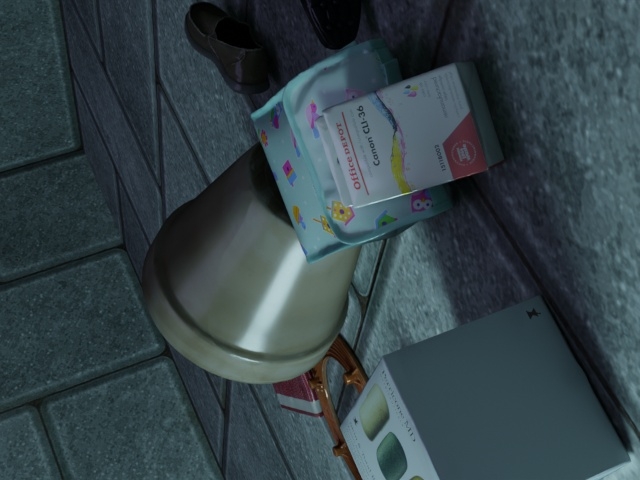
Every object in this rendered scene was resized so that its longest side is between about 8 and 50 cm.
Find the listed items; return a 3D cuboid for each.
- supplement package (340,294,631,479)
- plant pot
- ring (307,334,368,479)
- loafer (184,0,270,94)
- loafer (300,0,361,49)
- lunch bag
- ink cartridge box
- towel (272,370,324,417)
[{"bbox_3d":[0.167,0.224,1.145,0.263,0.198,0.199,109,139,-62],"label":"supplement package"},{"bbox_3d":[-0.066,0.004,1.505,0.323,0.323,0.280,62,140,25],"label":"plant pot"},{"bbox_3d":[0.047,0.319,1.866,0.336,0.032,0.337,162,90,-73],"label":"ring"},{"bbox_3d":[-0.149,-0.340,1.710,0.251,0.094,0.087,50,141,38],"label":"loafer"},{"bbox_3d":[-0.002,-0.344,1.280,0.078,0.076,0.223,157,98,-77],"label":"loafer"},{"bbox_3d":[0.044,-0.106,1.246,0.262,0.160,0.223,-21,90,66],"label":"lunch bag"},{"bbox_3d":[0.081,-0.105,1.094,0.198,0.067,0.115,-17,94,29],"label":"ink cartridge box"},{"bbox_3d":[-0.087,0.203,2.138,0.237,0.037,0.329,-9,101,70],"label":"towel"}]
